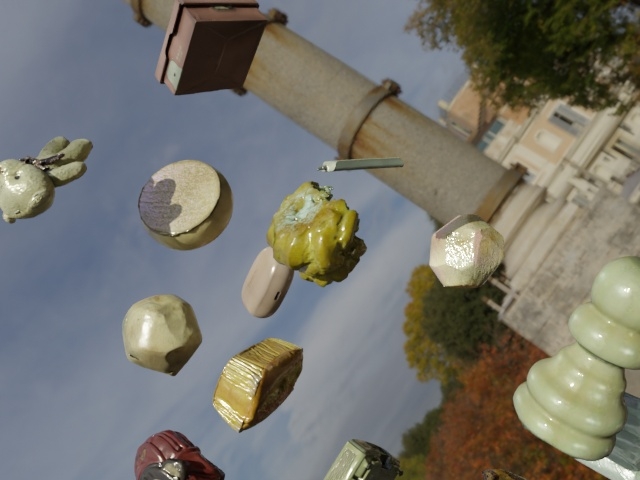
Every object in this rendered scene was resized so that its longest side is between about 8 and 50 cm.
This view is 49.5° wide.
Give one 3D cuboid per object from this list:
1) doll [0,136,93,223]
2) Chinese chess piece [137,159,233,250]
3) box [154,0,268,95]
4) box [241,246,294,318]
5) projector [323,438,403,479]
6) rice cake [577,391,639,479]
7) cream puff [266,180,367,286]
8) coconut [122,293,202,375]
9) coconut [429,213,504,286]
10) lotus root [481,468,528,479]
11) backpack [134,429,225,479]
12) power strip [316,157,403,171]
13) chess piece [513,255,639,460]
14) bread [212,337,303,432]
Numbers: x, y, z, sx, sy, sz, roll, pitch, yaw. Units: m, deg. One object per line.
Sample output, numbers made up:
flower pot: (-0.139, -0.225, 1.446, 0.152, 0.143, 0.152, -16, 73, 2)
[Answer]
doll: (-0.684, -0.176, 1.700, 0.175, 0.149, 0.278, -23, 29, 38)
Chinese chess piece: (-0.381, -0.102, 1.971, 0.270, 0.270, 0.112, -49, -29, -15)
box: (-0.251, -0.445, 1.594, 0.215, 0.086, 0.215, -17, -32, -40)
box: (-0.145, 0.114, 1.897, 0.088, 0.146, 0.200, 18, -73, -33)
projector: (0.102, 0.618, 1.767, 0.194, 0.088, 0.269, -57, -34, -5)
rice cake: (0.552, 0.367, 1.374, 0.037, 0.198, 0.190, 13, -88, -51)
cream puff: (-0.005, 0.004, 1.376, 0.194, 0.221, 0.195, -8, -64, -17)
coconut: (-0.430, 0.262, 1.885, 0.224, 0.224, 0.224, -46, -20, -22)
coconut: (0.445, 0.034, 2.112, 0.237, 0.237, 0.197, -45, 17, -26)
lotus root: (0.447, 0.553, 1.392, 0.078, 0.329, 0.167, -41, 23, 15)
backpack: (-0.338, 0.541, 1.589, 0.138, 0.229, 0.229, -15, -42, -51)
power strip: (0.098, -0.190, 1.736, 0.252, 0.060, 0.027, -7, -82, -30)
chess piece: (0.474, 0.183, 1.157, 0.182, 0.182, 0.331, -21, -44, -59)
bread: (-0.137, 0.328, 1.626, 0.153, 0.119, 0.288, -68, -17, 13)
